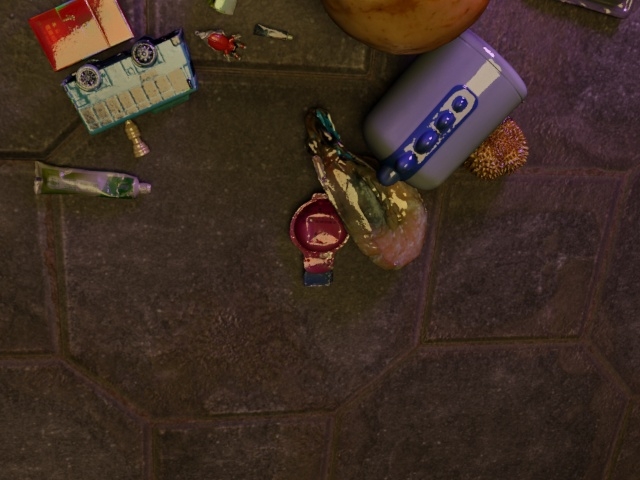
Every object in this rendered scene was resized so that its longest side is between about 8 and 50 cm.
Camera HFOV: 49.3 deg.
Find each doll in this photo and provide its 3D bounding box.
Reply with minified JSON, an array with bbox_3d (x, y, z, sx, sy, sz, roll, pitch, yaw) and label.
[{"bbox_3d":[-0.210,-0.417,1.460,0.114,0.039,0.057,18,138,-29],"label":"doll"}]

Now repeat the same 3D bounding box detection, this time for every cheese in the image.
[{"bbox_3d":[0.000,0.000,1.674,0.155,0.062,0.245,-2,115,-11],"label":"cheese"}]

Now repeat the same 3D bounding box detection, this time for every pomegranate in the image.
[{"bbox_3d":[0.127,-0.533,1.314,0.409,0.410,0.411,-4,114,-10],"label":"pomegranate"}]

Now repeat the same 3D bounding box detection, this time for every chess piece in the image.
[{"bbox_3d":[-0.403,-0.229,1.507,0.035,0.035,0.092,-21,112,-2],"label":"chess piece"}]

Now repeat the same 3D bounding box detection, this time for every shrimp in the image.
[{"bbox_3d":[0.110,-0.121,1.611,0.221,0.110,0.446,-48,116,-20],"label":"shrimp"}]

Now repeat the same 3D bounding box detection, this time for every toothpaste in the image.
[{"bbox_3d":[-0.100,-0.440,1.483,0.083,0.019,0.027,9,135,-14],"label":"toothpaste"},{"bbox_3d":[-0.498,-0.125,1.527,0.247,0.047,0.078,5,108,-11],"label":"toothpaste"}]

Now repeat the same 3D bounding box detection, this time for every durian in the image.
[{"bbox_3d":[0.403,-0.214,1.628,0.158,0.137,0.168,-40,126,-16],"label":"durian"}]

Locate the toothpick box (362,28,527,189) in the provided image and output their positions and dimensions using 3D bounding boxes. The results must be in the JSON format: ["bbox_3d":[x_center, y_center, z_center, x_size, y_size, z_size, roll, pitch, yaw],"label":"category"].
[{"bbox_3d":[0.243,-0.262,1.501,0.263,0.263,0.355,37,103,-23],"label":"toothpick box"}]

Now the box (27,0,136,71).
[{"bbox_3d":[-0.473,-0.421,1.389,0.175,0.048,0.112,-25,107,0],"label":"box"}]

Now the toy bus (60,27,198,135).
[{"bbox_3d":[-0.375,-0.324,1.418,0.255,0.128,0.147,-23,115,0],"label":"toy bus"}]

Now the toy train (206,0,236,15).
[{"bbox_3d":[-0.166,-0.578,1.375,0.053,0.085,0.250,8,112,-33],"label":"toy train"}]

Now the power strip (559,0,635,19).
[{"bbox_3d":[0.610,-0.631,1.507,0.256,0.092,0.251,11,114,-12],"label":"power strip"}]
